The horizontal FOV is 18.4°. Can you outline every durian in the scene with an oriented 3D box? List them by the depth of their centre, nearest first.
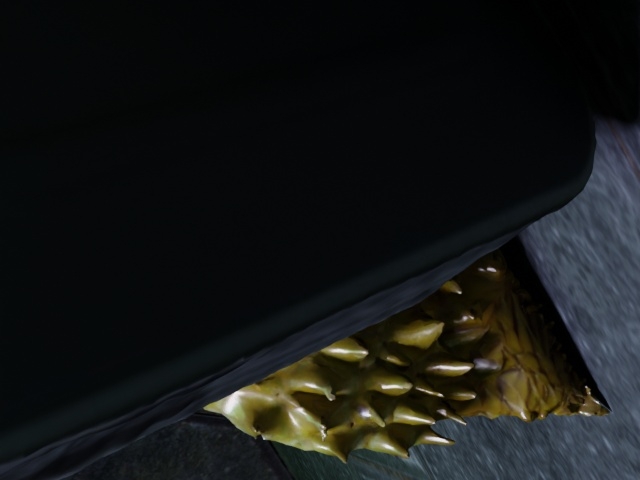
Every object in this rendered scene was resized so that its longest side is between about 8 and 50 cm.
[{"bbox_3d":[-0.014,-0.005,0.989,0.305,0.195,0.185,60,165,19],"label":"durian"}]

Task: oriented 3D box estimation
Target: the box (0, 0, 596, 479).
[{"bbox_3d":[-0.112,-0.132,0.632,0.111,0.396,0.396,-34,84,37],"label":"box"}]
